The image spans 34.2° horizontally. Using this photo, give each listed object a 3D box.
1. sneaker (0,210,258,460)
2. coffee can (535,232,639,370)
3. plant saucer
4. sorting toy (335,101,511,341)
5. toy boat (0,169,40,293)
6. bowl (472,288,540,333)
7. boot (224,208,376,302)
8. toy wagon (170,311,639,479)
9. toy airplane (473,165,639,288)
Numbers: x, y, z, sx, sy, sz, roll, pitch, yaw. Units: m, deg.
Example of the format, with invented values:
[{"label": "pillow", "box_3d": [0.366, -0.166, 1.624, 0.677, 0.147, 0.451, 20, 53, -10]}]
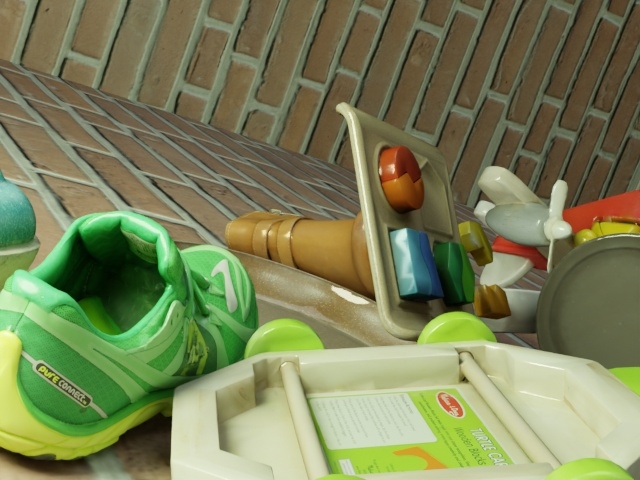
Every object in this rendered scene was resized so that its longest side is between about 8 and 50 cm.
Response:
[{"label": "sneaker", "box_3d": [-0.107, 0.043, 0.660, 0.110, 0.123, 0.295, 26, 17, 12]}, {"label": "coffee can", "box_3d": [0.402, 0.097, 1.262, 0.202, 0.201, 0.275, 25, 10, 28]}, {"label": "plant saucer", "box_3d": [-0.031, 0.076, 0.931, 0.311, 0.050, 0.310, 21, 9, -3]}, {"label": "sorting toy", "box_3d": [0.122, -0.006, 1.037, 0.041, 0.229, 0.307, -20, -16, 26]}, {"label": "toy boat", "box_3d": [-0.358, -0.060, 0.696, 0.318, 0.148, 0.267, 24, 10, 20]}, {"label": "bowl", "box_3d": [0.204, 0.086, 1.266, 0.142, 0.053, 0.142, -3, -8, 39]}, {"label": "boot", "box_3d": [0.000, 0.000, 1.147, 0.220, 0.109, 0.283, 16, -5, 13]}, {"label": "toy wagon", "box_3d": [0.090, 0.109, 0.592, 0.345, 0.068, 0.267, -2, 13, -7]}, {"label": "toy airplane", "box_3d": [0.402, 0.037, 1.593, 0.386, 0.272, 0.384, 12, -29, 3]}]
